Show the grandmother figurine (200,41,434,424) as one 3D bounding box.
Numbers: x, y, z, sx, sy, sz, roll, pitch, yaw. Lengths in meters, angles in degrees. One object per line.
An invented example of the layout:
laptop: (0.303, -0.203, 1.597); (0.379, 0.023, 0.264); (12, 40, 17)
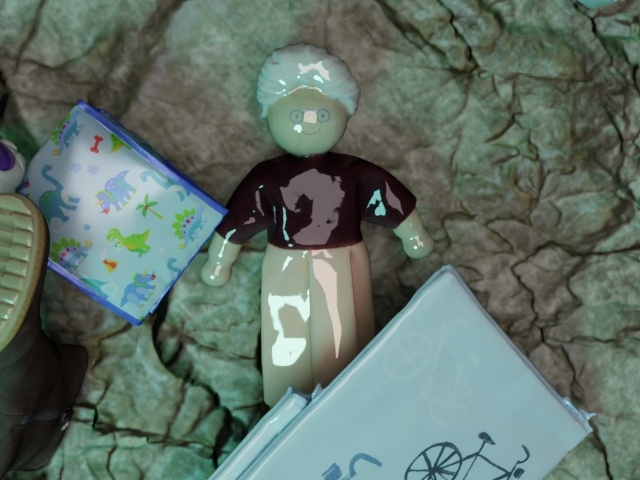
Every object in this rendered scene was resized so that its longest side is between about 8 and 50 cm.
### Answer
grandmother figurine: (0.000, 0.000, 0.786); (0.207, 0.104, 0.342); (-8, 101, -18)

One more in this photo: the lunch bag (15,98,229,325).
lunch bag: (-0.172, -0.022, 0.749); (0.151, 0.096, 0.129); (38, 92, -1)

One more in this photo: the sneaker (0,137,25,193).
sneaker: (-0.304, -0.089, 0.703); (0.170, 0.071, 0.068); (27, 82, 26)

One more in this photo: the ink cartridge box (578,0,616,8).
ink cartridge box: (0.255, -0.297, 0.811); (0.099, 0.056, 0.135); (31, 92, -12)

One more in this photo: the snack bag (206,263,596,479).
snack bag: (0.067, 0.211, 0.795); (0.342, 0.037, 0.323); (-46, 128, -1)

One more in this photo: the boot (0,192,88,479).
boot: (-0.243, 0.085, 0.705); (0.090, 0.207, 0.248); (23, 92, 12)
